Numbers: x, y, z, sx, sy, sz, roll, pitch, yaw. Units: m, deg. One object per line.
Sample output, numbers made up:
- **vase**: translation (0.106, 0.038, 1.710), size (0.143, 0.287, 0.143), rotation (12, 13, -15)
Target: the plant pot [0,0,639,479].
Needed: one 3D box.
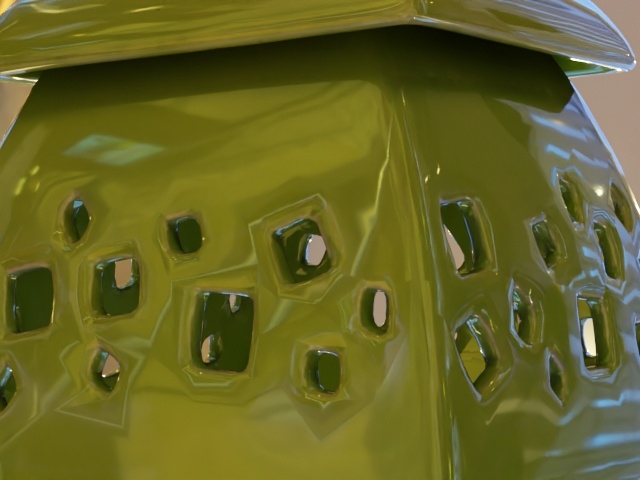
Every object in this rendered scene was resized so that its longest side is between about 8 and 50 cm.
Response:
- **plant pot**: translation (0.000, 0.000, 0.611), size (0.228, 0.227, 0.207), rotation (-2, -90, 32)
